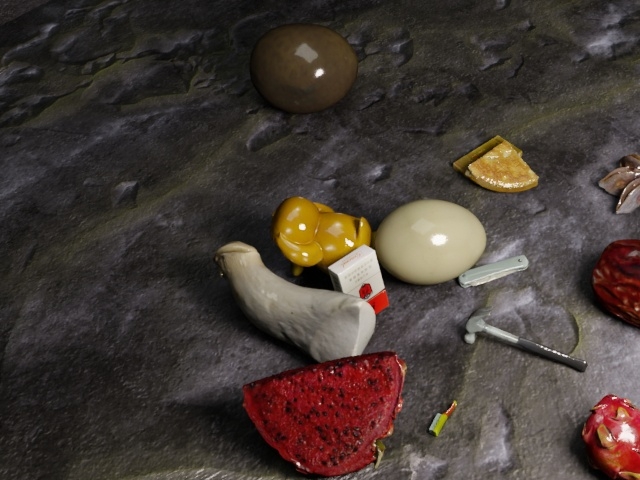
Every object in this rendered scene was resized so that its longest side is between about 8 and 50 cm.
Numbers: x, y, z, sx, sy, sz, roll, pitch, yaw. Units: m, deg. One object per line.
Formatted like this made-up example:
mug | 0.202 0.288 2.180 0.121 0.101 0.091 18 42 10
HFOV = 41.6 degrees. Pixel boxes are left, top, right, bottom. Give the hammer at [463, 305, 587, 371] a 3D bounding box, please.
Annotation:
hammer | 0.410 0.202 1.675 0.246 0.103 0.029 20 46 17

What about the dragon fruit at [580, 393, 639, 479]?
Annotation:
dragon fruit | 0.526 0.357 1.476 0.133 0.136 0.166 -35 73 16

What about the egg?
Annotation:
egg | 0.237 0.002 1.823 0.242 0.186 0.186 -7 45 -9

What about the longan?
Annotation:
longan | -0.046 -0.471 2.297 0.300 0.243 0.300 10 30 -6

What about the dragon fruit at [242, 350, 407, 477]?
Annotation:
dragon fruit | 0.036 0.326 1.582 0.317 0.152 0.205 -13 86 16

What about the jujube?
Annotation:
jujube | 0.672 0.086 1.680 0.243 0.183 0.183 25 54 28

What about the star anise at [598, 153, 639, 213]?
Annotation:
star anise | 0.765 -0.122 1.935 0.236 0.093 0.229 0 40 4

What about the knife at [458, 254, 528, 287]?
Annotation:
knife | 0.379 0.069 1.847 0.162 0.023 0.044 -16 43 -6

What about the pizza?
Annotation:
pizza | 0.443 -0.173 2.040 0.175 0.046 0.134 18 66 7

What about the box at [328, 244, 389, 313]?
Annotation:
box | 0.081 0.098 1.774 0.100 0.152 0.048 -31 34 -20

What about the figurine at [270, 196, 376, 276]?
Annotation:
figurine | 0.009 -0.002 1.855 0.228 0.215 0.215 4 47 10

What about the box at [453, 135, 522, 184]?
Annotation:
box | 0.418 -0.202 2.109 0.156 0.022 0.089 -30 48 -19

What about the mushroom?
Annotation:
mushroom | -0.070 0.127 1.763 0.397 0.177 0.126 22 31 30

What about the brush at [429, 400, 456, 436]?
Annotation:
brush | 0.234 0.336 1.611 0.021 0.018 0.083 17 52 36
